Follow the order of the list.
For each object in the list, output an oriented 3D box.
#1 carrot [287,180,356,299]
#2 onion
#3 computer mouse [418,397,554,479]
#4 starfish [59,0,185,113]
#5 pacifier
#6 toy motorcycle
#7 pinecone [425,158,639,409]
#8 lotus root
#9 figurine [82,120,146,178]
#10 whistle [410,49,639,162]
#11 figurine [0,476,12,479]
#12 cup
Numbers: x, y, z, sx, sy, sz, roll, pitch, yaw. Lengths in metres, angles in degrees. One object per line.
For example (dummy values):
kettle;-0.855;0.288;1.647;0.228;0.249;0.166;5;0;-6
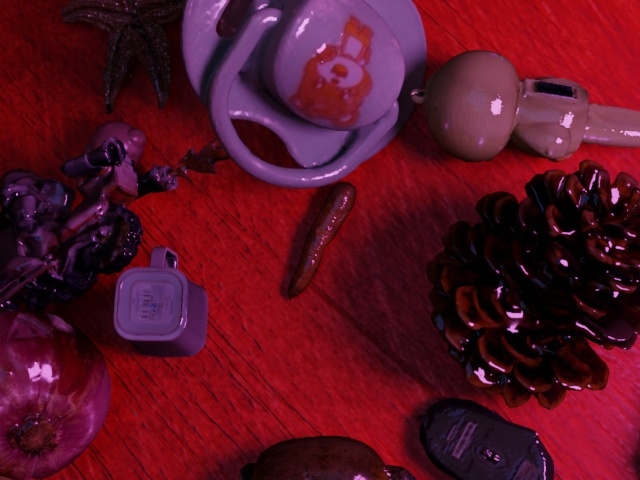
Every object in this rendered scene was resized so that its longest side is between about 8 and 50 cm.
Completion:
carrot;-0.001;-0.001;1.287;0.036;0.035;0.165;28;88;13
onion;-0.343;0.171;1.218;0.207;0.200;0.200;39;88;-12
computer mouse;0.192;0.244;1.202;0.172;0.057;0.099;28;87;24
starfish;-0.236;-0.282;1.361;0.241;0.043;0.227;-3;92;26
pacifier;-0.043;-0.222;1.246;0.288;0.343;0.269;-58;35;0
toy motorcycle;-0.289;-0.034;1.264;0.401;0.134;0.207;-26;57;24
pinecone;0.252;0.041;1.115;0.246;0.292;0.246;14;52;-19
lotus root;0.009;0.284;1.194;0.210;0.120;0.120;-1;80;10
figurine;-0.263;-0.118;1.332;0.083;0.071;0.067;-2;38;1
whistle;0.250;-0.137;1.241;0.294;0.141;0.141;19;83;-6
figurine;-0.465;0.372;1.253;0.222;0.124;0.324;2;77;13
cup;-0.190;0.071;1.258;0.095;0.129;0.128;2;77;3
